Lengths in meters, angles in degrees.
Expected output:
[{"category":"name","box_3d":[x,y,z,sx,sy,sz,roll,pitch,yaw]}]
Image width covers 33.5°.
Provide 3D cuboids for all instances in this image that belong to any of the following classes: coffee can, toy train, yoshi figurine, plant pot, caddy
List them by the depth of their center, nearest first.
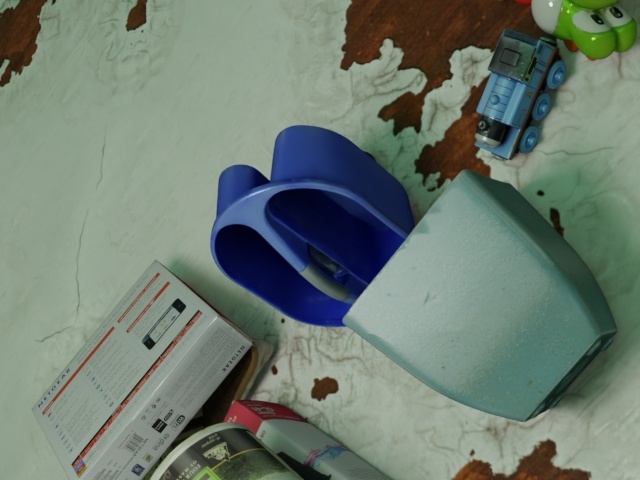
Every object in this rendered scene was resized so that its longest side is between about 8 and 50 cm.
[{"category":"coffee can","box_3d":[-0.074,0.391,1.358,0.275,0.201,0.201,34,98,37]},{"category":"plant pot","box_3d":[0.230,0.091,1.363,0.252,0.247,0.248,43,105,19]},{"category":"yoshi figurine","box_3d":[0.319,-0.411,1.464,0.203,0.203,0.362,-42,59,13]},{"category":"toy train","box_3d":[0.271,-0.201,1.483,0.080,0.105,0.184,31,103,39]},{"category":"caddy","box_3d":[0.000,0.000,1.510,0.241,0.341,0.179,-31,43,28]}]

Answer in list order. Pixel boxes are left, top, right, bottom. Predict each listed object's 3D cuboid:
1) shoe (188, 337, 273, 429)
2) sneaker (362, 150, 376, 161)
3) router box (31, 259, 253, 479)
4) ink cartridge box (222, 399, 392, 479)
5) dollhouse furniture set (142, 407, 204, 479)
[{"category":"shoe","box_3d":[-0.145,0.240,1.716,0.076,0.058,0.219,47,120,22]},{"category":"sneaker","box_3d":[-0.043,-0.049,1.675,0.286,0.130,0.109,-47,56,19]},{"category":"router box","box_3d":[-0.295,0.219,1.707,0.335,0.082,0.301,-51,31,-5]},{"category":"ink cartridge box","box_3d":[-0.035,0.398,1.539,0.306,0.131,0.226,27,94,40]},{"category":"dollhouse furniture set","box_3d":[-0.282,0.318,1.731,0.161,0.101,0.182,6,102,38]}]
